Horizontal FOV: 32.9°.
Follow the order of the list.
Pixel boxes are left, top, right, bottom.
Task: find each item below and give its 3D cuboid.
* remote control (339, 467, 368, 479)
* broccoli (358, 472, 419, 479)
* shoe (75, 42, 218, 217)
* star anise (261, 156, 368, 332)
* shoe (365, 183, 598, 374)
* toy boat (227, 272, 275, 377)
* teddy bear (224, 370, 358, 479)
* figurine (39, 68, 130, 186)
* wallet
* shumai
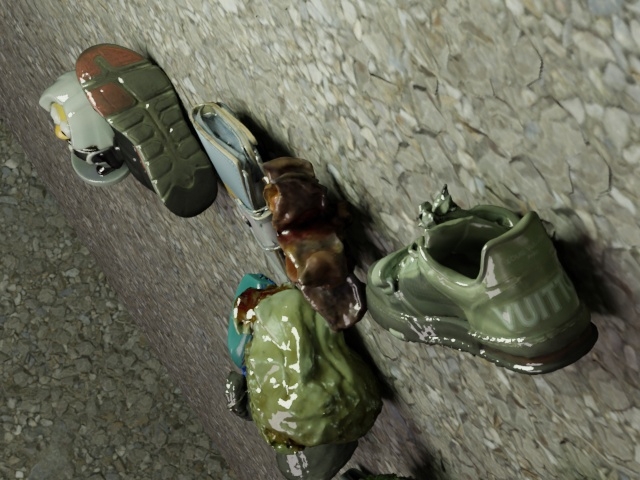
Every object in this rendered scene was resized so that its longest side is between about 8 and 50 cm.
[{"bbox_3d":[0.127,0.481,1.809,0.296,0.056,0.140,22,140,59],"label":"remote control"},{"bbox_3d":[0.055,0.478,1.526,0.221,0.361,0.252,52,-164,-67],"label":"broccoli"},{"bbox_3d":[-0.260,-0.170,1.625,0.291,0.114,0.137,59,168,-19],"label":"shoe"},{"bbox_3d":[0.000,0.000,1.232,0.214,0.099,0.220,64,-178,-10],"label":"star anise"},{"bbox_3d":[0.117,0.014,0.958,0.293,0.109,0.149,16,133,59],"label":"shoe"},{"bbox_3d":[-0.090,0.143,1.744,0.091,0.110,0.175,30,107,53],"label":"toy boat"},{"bbox_3d":[-0.030,0.267,1.724,0.144,0.171,0.251,-87,-27,-63],"label":"teddy bear"},{"bbox_3d":[-0.401,-0.208,1.885,0.176,0.133,0.236,49,164,16],"label":"figurine"},{"bbox_3d":[-0.081,-0.061,1.388,0.170,0.069,0.231,52,170,47],"label":"wallet"},{"bbox_3d":[-0.018,0.158,1.503,0.256,0.189,0.218,-128,28,-71],"label":"shumai"}]
